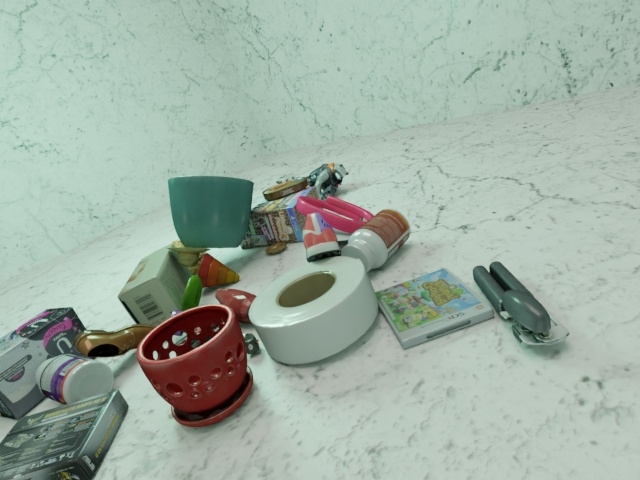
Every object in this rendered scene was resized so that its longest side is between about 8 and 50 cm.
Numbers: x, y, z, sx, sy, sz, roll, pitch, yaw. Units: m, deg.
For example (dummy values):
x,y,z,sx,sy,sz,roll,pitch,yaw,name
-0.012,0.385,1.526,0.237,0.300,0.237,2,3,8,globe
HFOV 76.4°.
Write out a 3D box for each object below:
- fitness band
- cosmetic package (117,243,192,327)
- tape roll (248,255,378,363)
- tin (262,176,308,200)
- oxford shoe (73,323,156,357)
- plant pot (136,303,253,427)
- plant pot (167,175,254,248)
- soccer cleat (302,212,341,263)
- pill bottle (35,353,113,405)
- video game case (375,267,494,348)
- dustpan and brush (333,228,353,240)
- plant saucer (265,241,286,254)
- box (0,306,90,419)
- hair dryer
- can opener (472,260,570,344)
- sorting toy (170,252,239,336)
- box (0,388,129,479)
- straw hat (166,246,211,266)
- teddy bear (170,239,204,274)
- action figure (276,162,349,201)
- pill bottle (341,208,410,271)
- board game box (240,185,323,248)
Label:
x,y,z,sx,sy,sz,roll,pitch,yaw,name
0.053,-0.095,1.429,0.291,0.054,0.209,22,22,17,fitness band
-0.512,0.143,1.294,0.129,0.153,0.296,-26,20,-1,cosmetic package
-0.014,0.148,0.931,0.286,0.100,0.286,-21,18,7,tape roll
-0.141,-0.209,1.644,0.190,0.040,0.106,-21,17,-7,tin
-0.508,0.267,1.046,0.076,0.076,0.212,29,17,35,oxford shoe
-0.229,0.243,0.794,0.191,0.174,0.191,-16,21,7,plant pot
-0.381,-0.089,1.427,0.293,0.235,0.293,0,-1,0,plant pot
0.000,0.000,1.162,0.109,0.116,0.318,-13,-6,0,soccer cleat
-0.592,0.329,0.966,0.193,0.108,0.108,-3,26,35,pill bottle
0.234,0.138,0.890,0.193,0.023,0.212,-19,21,-3,video game case
0.038,-0.018,1.410,0.147,0.060,0.211,-6,27,-3,dustpan and brush
-0.161,0.031,1.486,0.083,0.015,0.083,-15,22,6,plant saucer
-0.752,0.309,1.067,0.142,0.163,0.247,-8,23,29,box
-0.254,0.192,1.034,0.224,0.080,0.293,-5,19,-1,hair dryer
0.368,0.098,0.781,0.076,0.095,0.283,-15,21,6,can opener
-0.331,0.164,1.222,0.126,0.127,0.365,12,25,-4,sorting toy
-0.526,0.404,0.799,0.231,0.056,0.183,-17,20,2,box
-0.434,0.057,1.338,0.145,0.061,0.144,0,-6,0,straw hat
-0.582,0.062,1.621,0.245,0.113,0.338,-25,22,-12,teddy bear
-0.027,-0.262,1.899,0.330,0.178,0.341,-25,18,9,action figure
0.155,0.004,1.150,0.121,0.121,0.216,2,28,42,pill bottle
-0.166,-0.092,1.621,0.291,0.141,0.232,-7,24,26,board game box
